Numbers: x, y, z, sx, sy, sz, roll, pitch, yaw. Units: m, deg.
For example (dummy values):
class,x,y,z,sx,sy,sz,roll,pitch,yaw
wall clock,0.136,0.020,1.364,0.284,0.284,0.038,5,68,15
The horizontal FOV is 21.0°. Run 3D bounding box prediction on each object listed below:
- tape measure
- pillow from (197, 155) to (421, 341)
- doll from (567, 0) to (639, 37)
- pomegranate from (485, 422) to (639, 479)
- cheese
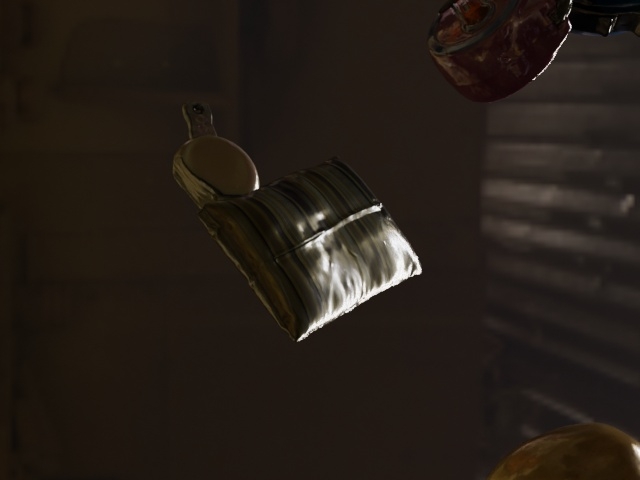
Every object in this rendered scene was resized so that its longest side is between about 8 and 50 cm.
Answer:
class,x,y,z,sx,sy,sz,roll,pitch,yaw
tape measure,0.152,-0.176,1.441,0.125,0.074,0.118,-40,-152,12
pillow,0.000,0.000,1.208,0.038,0.203,0.113,-39,-96,30
doll,0.291,-0.328,1.667,0.284,0.310,0.240,53,-14,20
pomegranate,0.260,0.301,1.742,0.233,0.233,0.233,180,-90,-79
cheese,-0.133,-0.094,1.998,0.171,0.092,0.047,55,-42,25
